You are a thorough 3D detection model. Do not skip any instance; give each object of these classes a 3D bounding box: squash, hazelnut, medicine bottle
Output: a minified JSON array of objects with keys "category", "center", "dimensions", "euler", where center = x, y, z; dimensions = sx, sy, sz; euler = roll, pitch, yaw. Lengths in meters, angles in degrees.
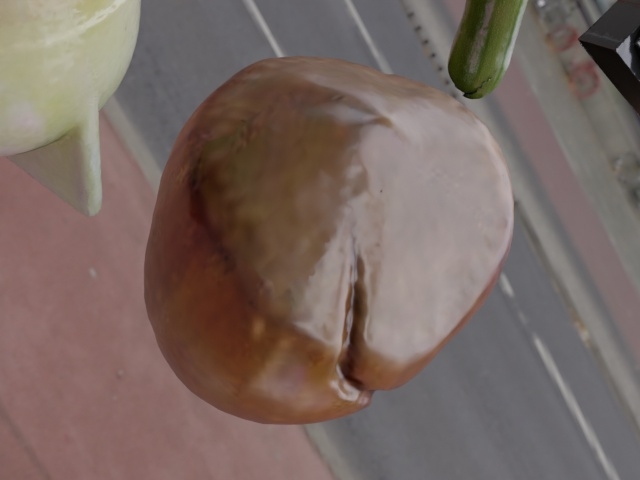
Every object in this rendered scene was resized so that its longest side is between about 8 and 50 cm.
[{"category":"squash","center":[0.130,-0.177,0.946],"dimensions":[0.183,0.052,0.052],"euler":[95,-16,-54]},{"category":"hazelnut","center":[0.000,0.000,1.154],"dimensions":[0.315,0.372,0.372],"euler":[61,16,13]},{"category":"medicine bottle","center":[-0.248,-0.211,0.911],"dimensions":[0.406,0.235,0.236],"euler":[98,-13,-47]}]

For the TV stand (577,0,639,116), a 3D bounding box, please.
[{"category":"TV stand","center":[0.258,-0.046,0.777],"dimensions":[0.256,0.040,0.049],"euler":[45,0,-22]}]
